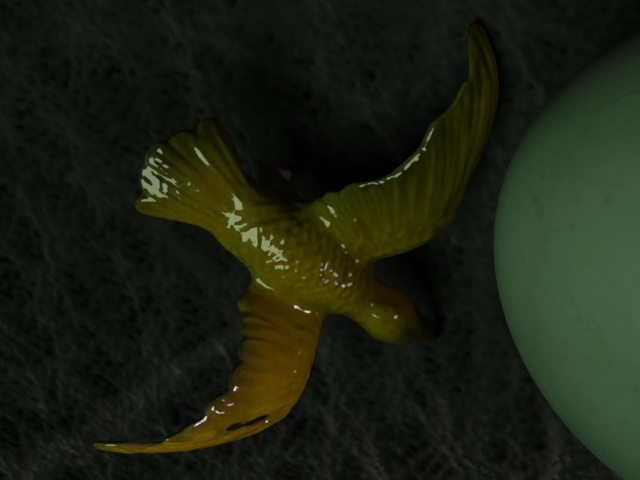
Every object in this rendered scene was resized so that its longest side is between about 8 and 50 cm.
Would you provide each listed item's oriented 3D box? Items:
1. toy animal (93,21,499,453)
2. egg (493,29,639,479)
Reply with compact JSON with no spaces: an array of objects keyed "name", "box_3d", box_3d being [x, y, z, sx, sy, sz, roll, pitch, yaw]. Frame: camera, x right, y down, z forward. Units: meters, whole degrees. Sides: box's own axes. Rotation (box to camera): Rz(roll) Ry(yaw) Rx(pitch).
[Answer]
[{"name":"toy animal","box_3d":[0.000,0.000,0.754,0.095,0.155,0.219,42,97,27]},{"name":"egg","box_3d":[0.186,0.017,0.581,0.264,0.183,0.183,15,132,9]}]
